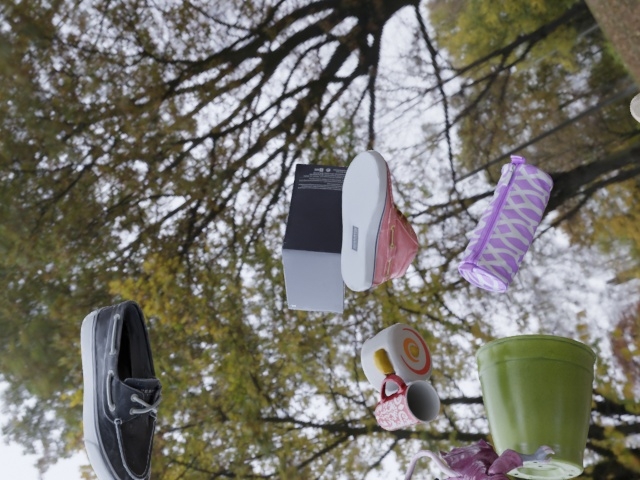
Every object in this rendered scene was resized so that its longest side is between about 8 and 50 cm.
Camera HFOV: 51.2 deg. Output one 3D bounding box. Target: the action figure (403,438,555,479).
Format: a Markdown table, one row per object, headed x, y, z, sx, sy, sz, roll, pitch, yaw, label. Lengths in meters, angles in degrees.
| x | y | z | sx | sy | sz | roll | pitch | yaw | label |
| --- | --- | --- | --- | --- | --- | --- | --- | --- | --- |
| 0.407 | 0.597 | 1.686 | 0.275 | 0.370 | 0.248 | 19 | -101 | -6 | action figure |

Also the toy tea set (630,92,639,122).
| x | y | z | sx | sy | sz | roll | pitch | yaw | label |
| --- | --- | --- | --- | --- | --- | --- | --- | --- | --- |
| 0.392 | -0.047 | 0.507 | 0.200 | 0.336 | 0.124 | -43 | -38 | -26 | toy tea set |

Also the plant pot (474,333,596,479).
| x | y | z | sx | sy | sz | roll | pitch | yaw | label |
| --- | --- | --- | --- | --- | --- | --- | --- | --- | --- |
| 0.654 | 0.520 | 2.019 | 0.366 | 0.366 | 0.353 | 34 | -130 | -35 | plant pot |

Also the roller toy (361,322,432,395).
| x | y | z | sx | sy | sz | roll | pitch | yaw | label |
| --- | --- | --- | --- | --- | --- | --- | --- | --- | --- |
| 0.227 | 0.345 | 1.951 | 0.209 | 0.146 | 0.191 | 38 | -141 | -23 | roller toy |

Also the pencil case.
| x | y | z | sx | sy | sz | roll | pitch | yaw | label |
| --- | --- | --- | --- | --- | --- | --- | --- | --- | --- |
| 0.278 | -0.024 | 1.002 | 0.088 | 0.086 | 0.206 | 43 | -113 | -46 | pencil case |

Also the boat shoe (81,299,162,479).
| x | y | z | sx | sy | sz | roll | pitch | yaw | label |
| --- | --- | --- | --- | --- | --- | --- | --- | --- | --- |
| -0.298 | 0.243 | 1.045 | 0.108 | 0.102 | 0.301 | 21 | -127 | -57 | boat shoe |

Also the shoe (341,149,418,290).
| x | y | z | sx | sy | sz | roll | pitch | yaw | label |
| --- | --- | --- | --- | --- | --- | --- | --- | --- | --- |
| 0.074 | -0.026 | 0.808 | 0.081 | 0.063 | 0.178 | -13 | -61 | -34 | shoe |

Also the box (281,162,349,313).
| x | y | z | sx | sy | sz | roll | pitch | yaw | label |
| --- | --- | --- | --- | --- | --- | --- | --- | --- | --- |
| 0.000 | 0.000 | 2.000 | 0.343 | 0.179 | 0.312 | 88 | -171 | -56 | box |

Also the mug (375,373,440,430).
| x | y | z | sx | sy | sz | roll | pitch | yaw | label |
| --- | --- | --- | --- | --- | --- | --- | --- | --- | --- |
| 0.227 | 0.442 | 1.833 | 0.113 | 0.169 | 0.150 | -7 | -111 | -33 | mug |
